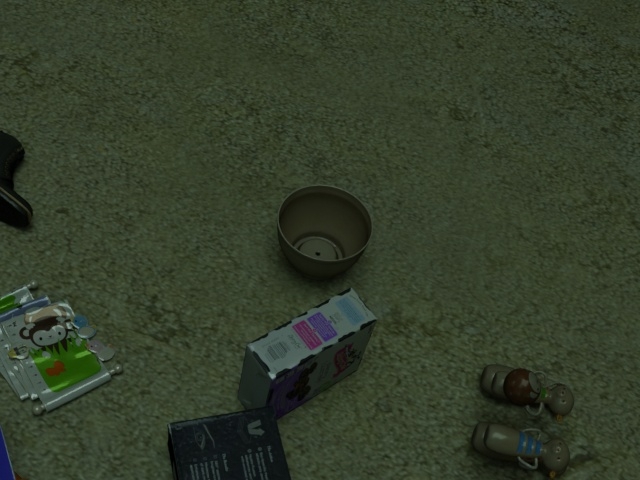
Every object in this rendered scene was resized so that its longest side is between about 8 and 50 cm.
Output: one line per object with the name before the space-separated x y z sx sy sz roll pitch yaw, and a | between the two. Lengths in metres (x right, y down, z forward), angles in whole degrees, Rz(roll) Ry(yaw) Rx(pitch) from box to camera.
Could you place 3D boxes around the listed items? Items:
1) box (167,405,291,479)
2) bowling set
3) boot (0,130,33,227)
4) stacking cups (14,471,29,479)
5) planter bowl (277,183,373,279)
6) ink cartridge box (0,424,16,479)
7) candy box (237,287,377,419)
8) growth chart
box | -0.128 0.335 1.321 0.158 0.093 0.156 -7 55 -14
bowling set | 0.321 0.284 1.384 0.154 0.200 0.287 17 56 1
boot | -0.538 -0.117 1.605 0.198 0.077 0.137 34 50 14
stacking cups | -0.396 0.368 1.248 0.316 0.096 0.096 39 56 19
planter bowl | 0.000 0.000 1.588 0.162 0.109 0.162 5 52 -7
ink cartridge box | -0.511 0.316 1.229 0.208 0.045 0.206 -29 64 5
candy box | -0.022 0.179 1.413 0.196 0.165 0.070 -27 63 -27
growth chart | -0.435 0.161 1.444 0.237 0.021 0.172 42 56 20
